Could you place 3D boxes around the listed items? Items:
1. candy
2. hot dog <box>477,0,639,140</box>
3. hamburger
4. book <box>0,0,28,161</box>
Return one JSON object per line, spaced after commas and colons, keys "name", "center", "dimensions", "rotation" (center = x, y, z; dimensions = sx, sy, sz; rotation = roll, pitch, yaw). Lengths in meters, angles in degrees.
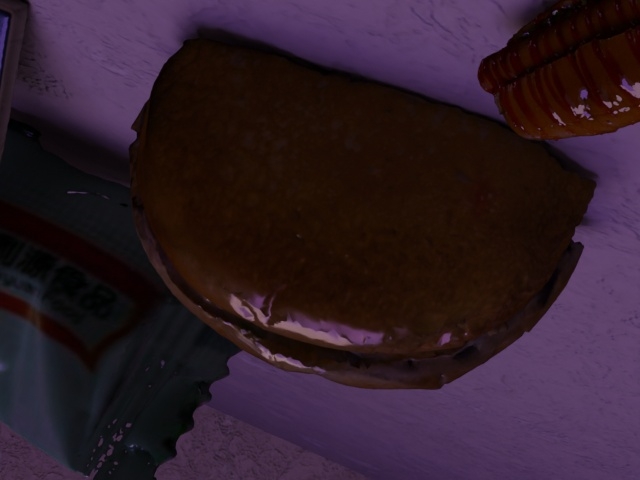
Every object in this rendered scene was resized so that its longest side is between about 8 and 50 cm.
{"name": "candy", "center": [-0.236, 0.048, 0.906], "dimensions": [0.398, 0.262, 0.172], "rotation": [18, 157, 23]}
{"name": "hot dog", "center": [0.106, -0.072, 0.399], "dimensions": [0.038, 0.062, 0.144], "rotation": [7, 173, -23]}
{"name": "hamburger", "center": [0.000, 0.000, 0.606], "dimensions": [0.283, 0.156, 0.144], "rotation": [19, 163, 14]}
{"name": "book", "center": [-0.317, -0.084, 0.747], "dimensions": [0.191, 0.025, 0.269], "rotation": [24, 124, 3]}
